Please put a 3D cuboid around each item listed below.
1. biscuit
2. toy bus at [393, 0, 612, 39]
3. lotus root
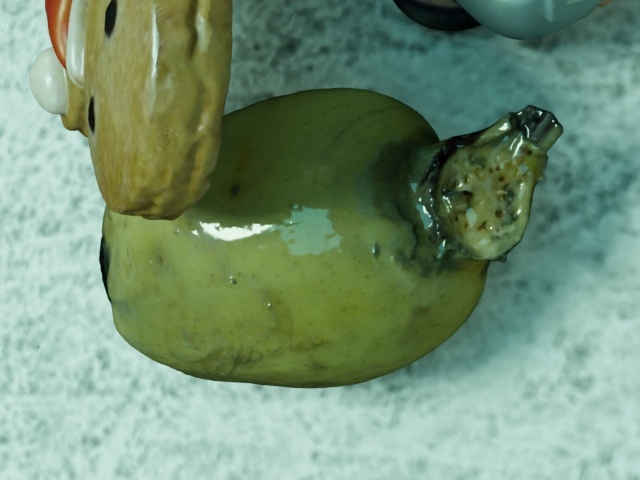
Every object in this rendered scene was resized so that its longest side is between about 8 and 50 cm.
[{"bbox_3d":[-0.088,-0.140,0.445,0.205,0.049,0.324,117,146,-45],"label":"biscuit"},{"bbox_3d":[0.078,-0.241,0.438,0.232,0.194,0.288,-32,71,2],"label":"toy bus"},{"bbox_3d":[0.000,0.000,0.460,0.221,0.125,0.118,-10,52,26],"label":"lotus root"}]
